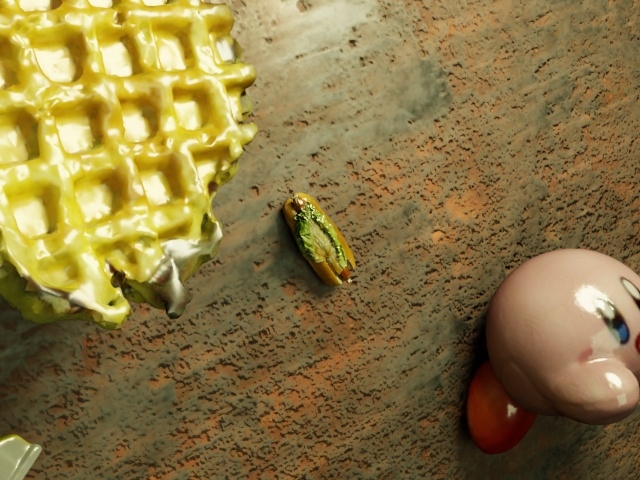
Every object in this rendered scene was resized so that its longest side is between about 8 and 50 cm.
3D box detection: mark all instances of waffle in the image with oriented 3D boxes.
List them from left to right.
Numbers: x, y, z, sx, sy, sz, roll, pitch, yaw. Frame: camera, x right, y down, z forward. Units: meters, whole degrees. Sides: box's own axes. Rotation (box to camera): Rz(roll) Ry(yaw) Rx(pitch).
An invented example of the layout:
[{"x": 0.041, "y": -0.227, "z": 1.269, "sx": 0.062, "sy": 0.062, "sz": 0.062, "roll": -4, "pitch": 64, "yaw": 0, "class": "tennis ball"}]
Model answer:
[{"x": -0.220, "y": -0.129, "z": 0.671, "sx": 0.379, "sy": 0.095, "sz": 0.382, "roll": 41, "pitch": 51, "yaw": -31, "class": "waffle"}]

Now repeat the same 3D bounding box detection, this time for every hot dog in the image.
[{"x": 0.000, "y": 0.000, "z": 0.908, "sx": 0.056, "sy": 0.041, "sz": 0.133, "roll": -43, "pitch": 116, "yaw": -20, "class": "hot dog"}]

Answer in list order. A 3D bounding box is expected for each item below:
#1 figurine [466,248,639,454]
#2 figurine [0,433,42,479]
[{"x": 0.313, "y": 0.123, "z": 1.031, "sx": 0.269, "sy": 0.261, "sz": 0.211, "roll": -24, "pitch": 80, "yaw": -26, "class": "figurine"}, {"x": -0.399, "y": 0.158, "z": 0.613, "sx": 0.342, "sy": 0.167, "sz": 0.285, "roll": -50, "pitch": 119, "yaw": -16, "class": "figurine"}]
